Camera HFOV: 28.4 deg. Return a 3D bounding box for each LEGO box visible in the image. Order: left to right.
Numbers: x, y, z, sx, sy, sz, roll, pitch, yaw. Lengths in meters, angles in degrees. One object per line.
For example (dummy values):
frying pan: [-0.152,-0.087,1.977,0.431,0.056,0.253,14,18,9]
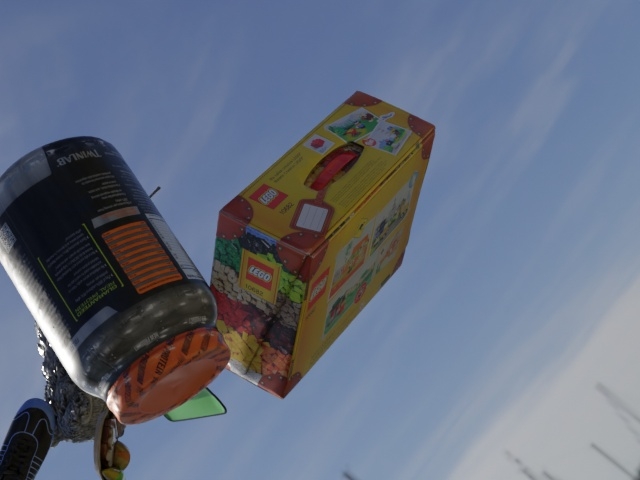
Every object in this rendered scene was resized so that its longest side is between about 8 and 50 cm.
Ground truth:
LEGO box: [0.000,0.000,2.430,0.500,0.193,0.373,-45,-26,-45]

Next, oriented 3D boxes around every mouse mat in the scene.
mouse mat: [-0.246,0.215,1.979,0.152,0.190,0.007,-15,33,43]

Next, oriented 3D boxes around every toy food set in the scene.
toy food set: [-0.335,0.330,2.043,0.132,0.038,0.192,79,-167,-69]

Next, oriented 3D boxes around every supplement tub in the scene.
supplement tub: [-0.269,0.051,1.603,0.207,0.338,0.207,-31,-19,-12]

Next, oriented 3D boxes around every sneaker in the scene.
sneaker: [-0.521,0.389,2.180,0.090,0.081,0.232,-99,28,-75]

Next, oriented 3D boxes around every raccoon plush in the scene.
raccoon plush: [-0.531,0.204,2.427,0.299,0.446,0.216,-49,-9,-53]

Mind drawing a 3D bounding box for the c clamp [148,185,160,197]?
c clamp: [-0.402,-0.056,2.512,0.137,0.160,0.022,-47,-63,-29]
